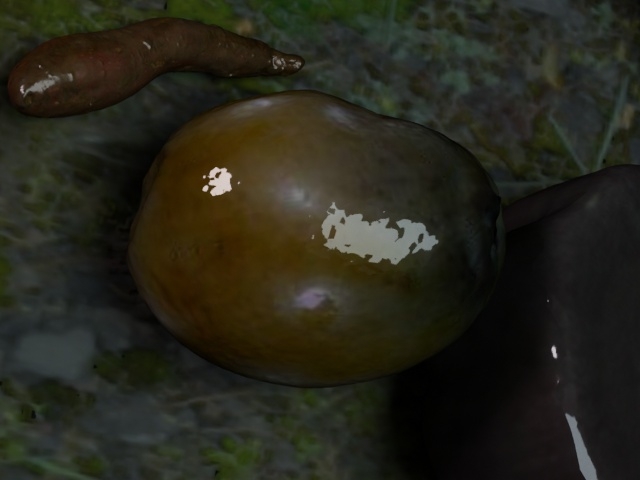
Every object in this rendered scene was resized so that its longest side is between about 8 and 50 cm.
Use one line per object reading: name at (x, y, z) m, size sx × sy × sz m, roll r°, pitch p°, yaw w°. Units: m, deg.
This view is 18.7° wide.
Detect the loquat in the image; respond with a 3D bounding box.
loquat at (0.000, 0.000, 1.151) m, size 0.227 × 0.179 × 0.179 m, roll 11°, pitch 83°, yaw -13°

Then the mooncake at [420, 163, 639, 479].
mooncake at (0.198, 0.110, 1.275) m, size 0.306 × 0.154 × 0.306 m, roll 15°, pitch 66°, yaw -37°

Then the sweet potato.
sweet potato at (-0.100, -0.107, 1.171) m, size 0.214 × 0.050 × 0.050 m, roll -15°, pitch 97°, yaw -40°
